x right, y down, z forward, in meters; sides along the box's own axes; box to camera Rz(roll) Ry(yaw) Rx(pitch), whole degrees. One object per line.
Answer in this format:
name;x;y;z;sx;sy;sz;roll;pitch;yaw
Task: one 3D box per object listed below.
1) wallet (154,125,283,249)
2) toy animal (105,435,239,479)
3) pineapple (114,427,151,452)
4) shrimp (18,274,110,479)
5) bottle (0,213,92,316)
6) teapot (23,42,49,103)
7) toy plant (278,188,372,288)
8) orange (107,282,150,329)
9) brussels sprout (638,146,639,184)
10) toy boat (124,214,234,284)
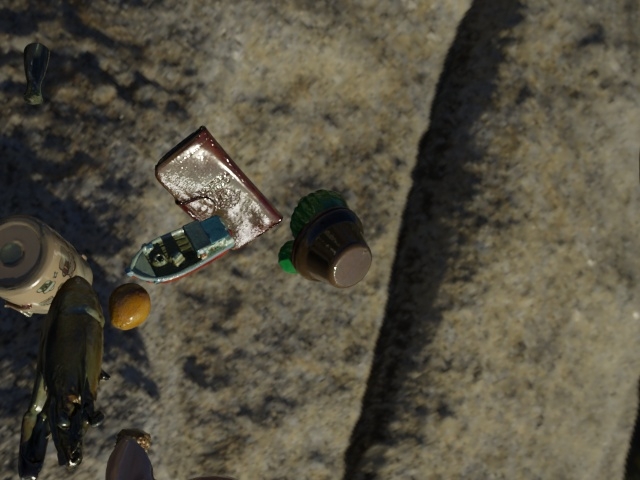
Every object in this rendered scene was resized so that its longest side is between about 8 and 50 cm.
wallet;-0.191;-0.084;1.898;0.255;0.137;0.031;49;8;-34
toy animal;-0.164;0.372;1.199;0.269;0.326;0.237;20;60;3
pineapple;-0.304;0.360;1.611;0.058;0.058;0.124;10;91;-32
shrimp;-0.213;0.125;0.831;0.051;0.150;0.217;18;26;-23
bottle;-0.306;0.037;1.121;0.099;0.152;0.099;-2;73;8
teapot;-0.476;-0.275;1.702;0.043;0.043;0.110;16;53;-29
toy plant;0.000;0.000;1.512;0.105;0.143;0.200;34;6;-35
orange;-0.333;0.115;1.776;0.085;0.085;0.085;18;55;-28
brussels sprout;0.498;-0.090;1.138;0.242;0.274;0.316;57;38;-40
toy boat;-0.206;0.015;1.505;0.173;0.059;0.069;-25;70;-15
